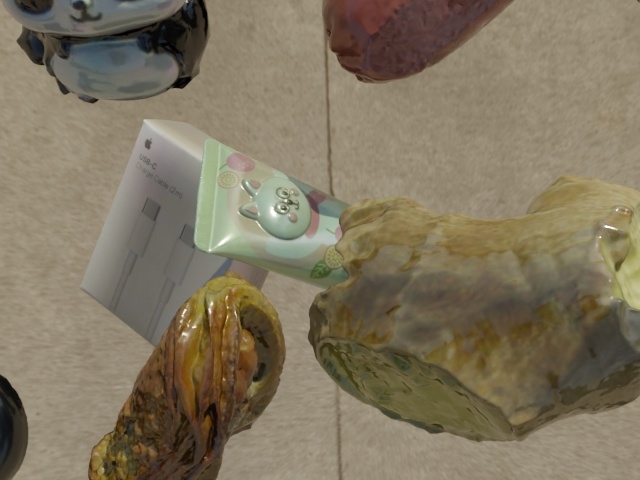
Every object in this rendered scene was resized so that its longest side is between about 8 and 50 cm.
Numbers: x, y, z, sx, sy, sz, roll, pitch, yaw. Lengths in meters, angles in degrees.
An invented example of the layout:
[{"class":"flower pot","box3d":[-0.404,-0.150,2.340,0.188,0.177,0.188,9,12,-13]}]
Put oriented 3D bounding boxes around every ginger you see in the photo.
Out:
[{"class":"ginger","box3d":[0.121,0.035,0.700,0.276,0.130,0.221,25,73,36]}]

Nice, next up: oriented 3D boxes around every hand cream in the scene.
[{"class":"hand cream","box3d":[0.000,0.000,1.089,0.306,0.093,0.147,21,51,-26]}]

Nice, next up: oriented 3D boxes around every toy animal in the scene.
[{"class":"toy animal","box3d":[-0.173,-0.193,0.742,0.166,0.179,0.138,-6,66,0]}]

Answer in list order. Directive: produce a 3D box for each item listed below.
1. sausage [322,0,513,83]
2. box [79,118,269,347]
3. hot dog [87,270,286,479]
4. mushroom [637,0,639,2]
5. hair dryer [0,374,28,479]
[{"class":"sausage","box3d":[0.123,-0.274,1.000,0.280,0.152,0.152,-41,81,10]},{"class":"box","box3d":[-0.166,0.004,1.242,0.203,0.106,0.251,34,108,27]},{"class":"hot dog","box3d":[-0.110,0.147,0.892,0.114,0.175,0.259,40,129,5]},{"class":"mushroom","box3d":[0.417,-0.289,1.133,0.123,0.052,0.123,-12,42,11]},{"class":"hair dryer","box3d":[-0.376,0.292,0.923,0.156,0.320,0.284,-22,100,14]}]
